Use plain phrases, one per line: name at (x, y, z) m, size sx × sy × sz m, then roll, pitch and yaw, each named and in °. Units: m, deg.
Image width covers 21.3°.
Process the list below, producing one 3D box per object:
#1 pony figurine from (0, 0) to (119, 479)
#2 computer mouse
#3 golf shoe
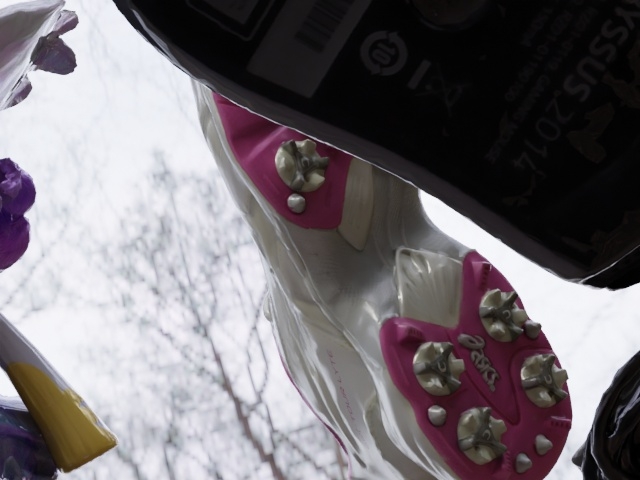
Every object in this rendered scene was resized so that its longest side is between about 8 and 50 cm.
pony figurine at (-0.273, 0.002, 1.013) m, size 0.303 × 0.351 × 0.363 m, roll -33°, pitch -95°, yaw 14°
computer mouse at (0.054, -0.057, 0.473) m, size 0.272 × 0.072 × 0.188 m, roll 36°, pitch -69°, yaw -7°
golf shoe at (0.000, 0.000, 0.844) m, size 0.115 × 0.306 × 0.140 m, roll -22°, pitch -8°, yaw -35°
